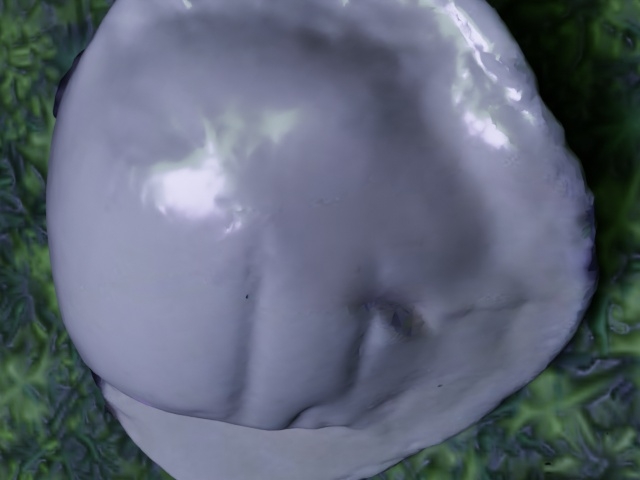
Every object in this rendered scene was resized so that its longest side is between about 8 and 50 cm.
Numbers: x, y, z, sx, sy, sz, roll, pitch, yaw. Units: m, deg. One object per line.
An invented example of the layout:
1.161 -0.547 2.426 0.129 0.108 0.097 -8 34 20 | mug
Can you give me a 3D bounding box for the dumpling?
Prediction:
0.002 -0.005 0.709 0.227 0.243 0.175 14 65 5 | dumpling
